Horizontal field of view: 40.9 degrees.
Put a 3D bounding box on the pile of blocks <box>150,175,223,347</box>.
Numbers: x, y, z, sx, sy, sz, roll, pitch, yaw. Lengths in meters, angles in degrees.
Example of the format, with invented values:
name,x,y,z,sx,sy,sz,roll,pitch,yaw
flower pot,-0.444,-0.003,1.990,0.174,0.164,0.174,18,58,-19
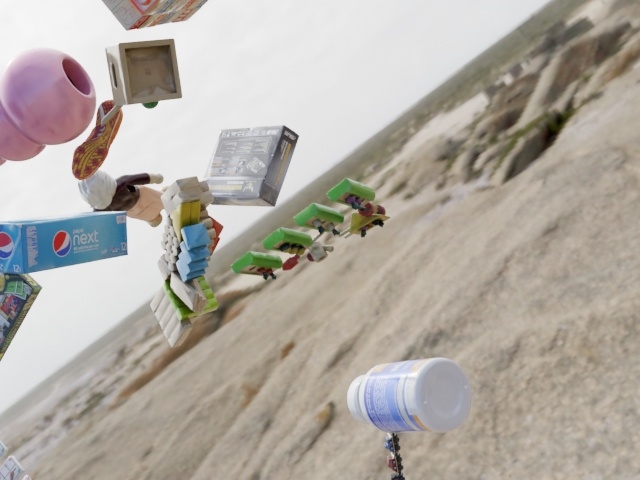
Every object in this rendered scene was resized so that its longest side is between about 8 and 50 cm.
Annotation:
name,x,y,z,sx,sy,sz,roll,pitch,yaw
pile of blocks,-0.231,0.040,1.638,0.112,0.149,0.362,-16,-48,-36

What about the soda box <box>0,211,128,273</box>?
name,x,y,z,sx,sy,sz,roll,pitch,yaw
soda box,-0.360,-0.001,1.190,0.071,0.067,0.210,2,6,26

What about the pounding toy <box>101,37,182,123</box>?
name,x,y,z,sx,sy,sz,roll,pitch,yaw
pounding toy,-0.340,-0.295,1.593,0.130,0.141,0.100,-14,13,-32

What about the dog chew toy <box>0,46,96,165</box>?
name,x,y,z,sx,sy,sz,roll,pitch,yaw
dog chew toy,-0.641,-0.263,1.819,0.332,0.206,0.206,-29,4,17

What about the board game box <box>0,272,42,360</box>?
name,x,y,z,sx,sy,sz,roll,pitch,yaw
board game box,-0.614,0.144,1.565,0.260,0.136,0.030,-56,-19,18

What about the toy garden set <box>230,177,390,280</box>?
name,x,y,z,sx,sy,sz,roll,pitch,yaw
toy garden set,0.000,0.000,1.442,0.244,0.049,0.204,-37,-19,17

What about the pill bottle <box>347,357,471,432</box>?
name,x,y,z,sx,sy,sz,roll,pitch,yaw
pill bottle,0.178,0.333,1.827,0.152,0.152,0.272,-36,11,-34

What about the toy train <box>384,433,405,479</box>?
name,x,y,z,sx,sy,sz,roll,pitch,yaw
toy train,0.170,0.510,1.977,0.036,0.158,0.027,-12,19,-6

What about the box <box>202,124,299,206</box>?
name,x,y,z,sx,sy,sz,roll,pitch,yaw
box,-0.170,-0.172,1.994,0.231,0.056,0.183,3,70,44

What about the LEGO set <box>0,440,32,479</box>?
name,x,y,z,sx,sy,sz,roll,pitch,yaw
LEGO set,-0.657,0.538,1.681,0.244,0.182,0.060,-54,-35,-5

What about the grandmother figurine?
name,x,y,z,sx,sy,sz,roll,pitch,yaw
grandmother figurine,-0.485,-0.106,2.116,0.208,0.104,0.342,-49,-18,5

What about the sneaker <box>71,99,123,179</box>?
name,x,y,z,sx,sy,sz,roll,pitch,yaw
sneaker,-0.433,-0.192,1.691,0.067,0.064,0.175,97,-162,-74

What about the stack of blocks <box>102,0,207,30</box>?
name,x,y,z,sx,sy,sz,roll,pitch,yaw
stack of blocks,-0.268,-0.486,1.587,0.171,0.087,0.297,-37,7,21
